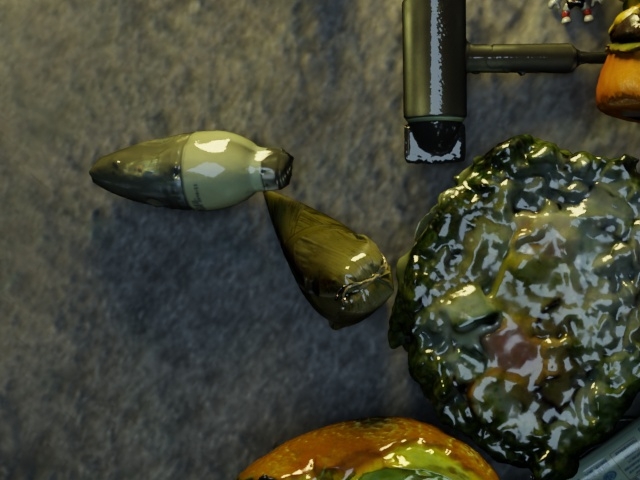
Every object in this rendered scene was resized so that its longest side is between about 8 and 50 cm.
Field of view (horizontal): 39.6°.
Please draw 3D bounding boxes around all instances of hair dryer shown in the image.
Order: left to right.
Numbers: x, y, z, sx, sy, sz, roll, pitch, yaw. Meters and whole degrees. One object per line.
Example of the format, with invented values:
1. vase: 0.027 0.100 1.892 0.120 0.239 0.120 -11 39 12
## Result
1. hair dryer: 0.221 -0.191 1.059 0.248 0.078 0.196 -2 92 -1

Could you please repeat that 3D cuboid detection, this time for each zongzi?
1. zongzi: -0.001 0.000 1.007 0.094 0.205 0.204 -34 84 -7

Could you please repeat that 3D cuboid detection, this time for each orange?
1. orange: 0.059 0.327 1.000 0.334 0.196 0.263 -21 94 16

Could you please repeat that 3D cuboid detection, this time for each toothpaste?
1. toothpaste: 0.322 0.266 1.013 0.268 0.047 0.069 -40 105 7

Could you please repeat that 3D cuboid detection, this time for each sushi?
1. sushi: 0.234 0.060 1.001 0.294 0.178 0.352 31 91 5

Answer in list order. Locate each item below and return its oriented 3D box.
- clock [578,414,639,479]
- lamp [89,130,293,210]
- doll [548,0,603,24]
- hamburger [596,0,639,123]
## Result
1. clock: 0.365 0.320 1.056 0.225 0.049 0.226 0 91 6
2. lamp: -0.157 -0.084 1.069 0.250 0.101 0.101 1 90 12
3. doll: 0.305 -0.318 1.063 0.057 0.039 0.114 6 102 46
4. hamburger: 0.433 -0.226 0.941 0.290 0.291 0.225 9 96 4
